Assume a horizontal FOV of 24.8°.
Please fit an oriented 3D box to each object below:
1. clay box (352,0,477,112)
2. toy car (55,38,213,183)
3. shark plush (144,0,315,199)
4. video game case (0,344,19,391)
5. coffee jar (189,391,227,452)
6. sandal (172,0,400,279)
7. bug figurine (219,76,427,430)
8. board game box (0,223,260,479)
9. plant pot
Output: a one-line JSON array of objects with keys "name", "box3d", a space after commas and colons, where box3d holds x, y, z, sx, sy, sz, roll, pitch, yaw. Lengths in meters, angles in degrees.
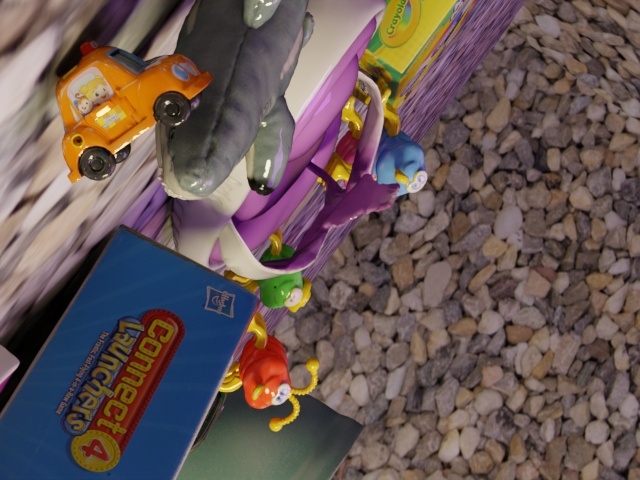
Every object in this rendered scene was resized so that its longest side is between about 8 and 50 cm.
[{"name": "clay box", "box3d": [0.075, -0.172, 1.102, 0.127, 0.053, 0.222, -54, 178, -4]}, {"name": "toy car", "box3d": [-0.079, -0.033, 0.454, 0.060, 0.040, 0.122, -31, -170, 28]}, {"name": "shark plush", "box3d": [-0.016, -0.084, 0.543, 0.161, 0.073, 0.067, -56, -176, -11]}, {"name": "video game case", "box3d": [-0.214, 0.153, 0.504, 0.232, 0.042, 0.210, -55, 178, 27]}, {"name": "coffee jar", "box3d": [-0.128, 0.136, 1.230, 0.096, 0.079, 0.184, -60, 177, -6]}, {"name": "sandal", "box3d": [-0.009, -0.039, 0.868, 0.169, 0.102, 0.416, -52, 177, -4]}, {"name": "bug figurine", "box3d": [0.000, 0.000, 1.116, 0.279, 0.072, 0.216, -58, -165, 17]}, {"name": "board game box", "box3d": [-0.160, 0.200, 0.741, 0.302, 0.086, 0.308, -62, -178, 44]}, {"name": "plant pot", "box3d": [-0.121, 0.247, 1.458, 0.293, 0.196, 0.293, -54, 176, -5]}]
